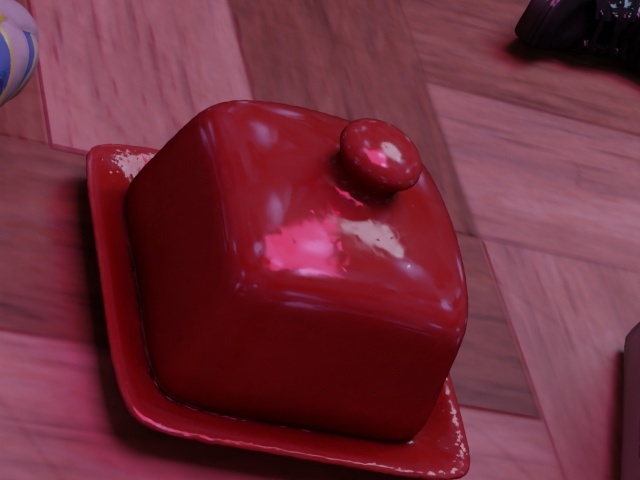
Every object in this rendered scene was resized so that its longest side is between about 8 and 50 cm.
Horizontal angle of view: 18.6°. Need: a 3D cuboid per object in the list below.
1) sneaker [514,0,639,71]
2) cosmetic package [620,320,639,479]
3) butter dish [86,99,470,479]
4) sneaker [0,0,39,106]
[{"bbox_3d":[0.186,-0.120,1.110,0.089,0.051,0.170,42,34,17],"label":"sneaker"},{"bbox_3d":[0.349,0.085,0.721,0.327,0.394,0.329,27,37,-11],"label":"cosmetic package"},{"bbox_3d":[0.000,0.000,0.781,0.159,0.118,0.160,12,42,-26],"label":"butter dish"},{"bbox_3d":[-0.164,-0.007,0.711,0.126,0.091,0.240,56,38,-1],"label":"sneaker"}]
